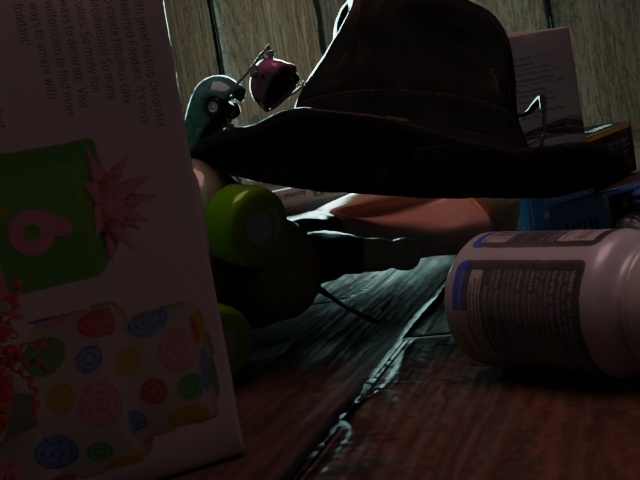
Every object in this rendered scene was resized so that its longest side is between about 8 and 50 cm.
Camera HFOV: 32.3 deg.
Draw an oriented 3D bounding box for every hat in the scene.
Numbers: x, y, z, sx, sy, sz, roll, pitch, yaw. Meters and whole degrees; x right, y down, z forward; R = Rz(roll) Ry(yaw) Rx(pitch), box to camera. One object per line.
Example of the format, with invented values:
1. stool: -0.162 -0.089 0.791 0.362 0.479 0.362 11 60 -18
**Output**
1. hat: 0.067 -0.107 0.806 0.331 0.134 0.331 4 -3 0

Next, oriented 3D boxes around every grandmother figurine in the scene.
1. grandmother figurine: 0.000 0.000 0.973 0.342 0.104 0.207 -11 -3 -32

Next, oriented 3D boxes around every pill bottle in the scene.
1. pill bottle: 0.139 0.033 0.582 0.078 0.078 0.137 -15 9 -38

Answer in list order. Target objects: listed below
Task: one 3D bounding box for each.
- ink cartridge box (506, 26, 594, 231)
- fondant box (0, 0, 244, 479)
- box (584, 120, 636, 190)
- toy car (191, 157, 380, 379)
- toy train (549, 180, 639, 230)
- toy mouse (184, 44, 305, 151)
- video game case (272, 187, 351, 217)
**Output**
1. ink cartridge box: 0.196 -0.108 1.133 0.085 0.203 0.148 -12 8 -22
2. fondant box: -0.218 0.020 0.502 0.330 0.238 0.096 -12 6 -24
3. box: 0.256 -0.095 1.489 0.257 0.079 0.322 -7 7 32
4. toy car: -0.054 0.036 0.776 0.155 0.149 0.188 12 -7 46
5. toy train: 0.263 -0.018 0.845 0.184 0.080 0.105 -16 3 -42
6. toy mouse: -0.063 -0.107 0.836 0.161 0.031 0.143 -39 -16 -31
7. video game case: -0.081 -0.003 1.112 0.193 0.023 0.212 -14 -13 -34
